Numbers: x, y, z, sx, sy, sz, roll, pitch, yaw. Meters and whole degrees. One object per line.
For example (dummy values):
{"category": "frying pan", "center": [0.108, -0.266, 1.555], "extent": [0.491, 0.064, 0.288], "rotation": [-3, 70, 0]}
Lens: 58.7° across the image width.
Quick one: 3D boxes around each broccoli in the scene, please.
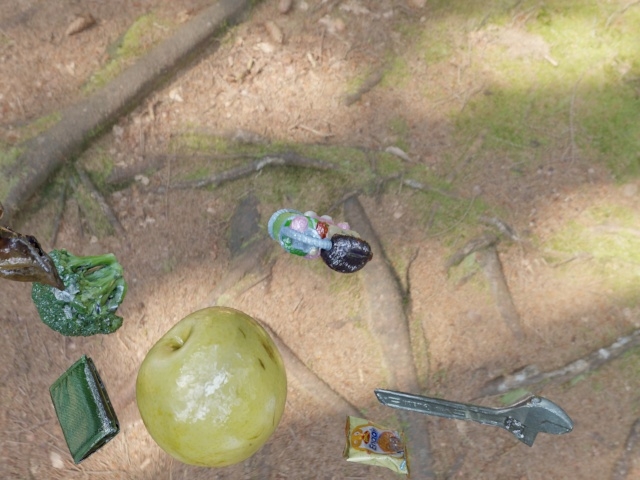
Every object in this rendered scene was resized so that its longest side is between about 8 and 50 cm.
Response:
{"category": "broccoli", "center": [-0.671, 0.147, 1.592], "extent": [0.265, 0.294, 0.245], "rotation": [21, 41, 40]}

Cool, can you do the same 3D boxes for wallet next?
{"category": "wallet", "center": [-0.626, 0.443, 1.503], "extent": [0.160, 0.055, 0.236], "rotation": [-40, 61, 9]}

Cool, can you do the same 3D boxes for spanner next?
{"category": "spanner", "center": [0.224, 0.266, 0.894], "extent": [0.026, 0.325, 0.093], "rotation": [-42, 122, -45]}

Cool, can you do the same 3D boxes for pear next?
{"category": "pear", "center": [-0.240, 0.328, 1.289], "extent": [0.348, 0.348, 0.348], "rotation": [6, 64, -13]}

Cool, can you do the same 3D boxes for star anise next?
{"category": "star anise", "center": [-0.453, -0.018, 0.753], "extent": [0.272, 0.272, 0.102], "rotation": [20, 68, -6]}

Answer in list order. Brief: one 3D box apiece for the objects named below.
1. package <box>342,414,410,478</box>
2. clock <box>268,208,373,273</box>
{"category": "package", "center": [0.096, 0.348, 0.972], "extent": [0.121, 0.031, 0.108], "rotation": [17, 22, -2]}
{"category": "clock", "center": [0.000, 0.000, 1.240], "extent": [0.194, 0.195, 0.100], "rotation": [13, 98, -33]}
